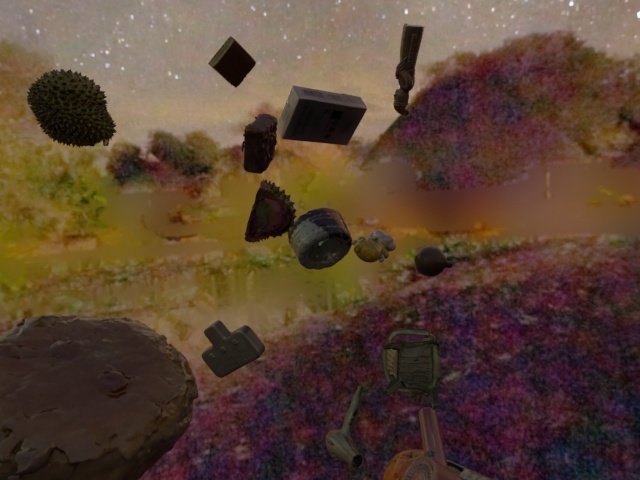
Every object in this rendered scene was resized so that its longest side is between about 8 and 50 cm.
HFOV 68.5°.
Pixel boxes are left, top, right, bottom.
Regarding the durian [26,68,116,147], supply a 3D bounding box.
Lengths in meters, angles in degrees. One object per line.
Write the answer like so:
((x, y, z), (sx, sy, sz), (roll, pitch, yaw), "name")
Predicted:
((-0.564, -0.297, 1.080), (0.146, 0.198, 0.159), (-26, 25, 27), "durian")

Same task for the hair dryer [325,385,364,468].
((0.098, 0.586, 1.420), (0.088, 0.225, 0.219), (26, 8, -15), "hair dryer")

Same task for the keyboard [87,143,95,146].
((-0.666, -0.284, 1.304), (0.055, 0.017, 0.166), (0, 21, -34), "keyboard")

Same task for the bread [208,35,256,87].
((-0.222, -0.452, 1.195), (0.035, 0.090, 0.094), (46, 7, 34), "bread")

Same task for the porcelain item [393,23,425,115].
((0.216, -0.426, 1.183), (0.054, 0.213, 0.084), (11, 29, 10), "porcelain item")

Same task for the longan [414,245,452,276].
((0.353, 0.067, 1.475), (0.119, 0.106, 0.106), (9, 8, 11), "longan")

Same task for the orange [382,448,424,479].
((0.314, 0.793, 1.487), (0.245, 0.247, 0.246), (-4, 6, 0), "orange")

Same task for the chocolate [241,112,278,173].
((-0.226, -0.361, 1.792), (0.093, 0.214, 0.148), (20, 45, 13), "chocolate")

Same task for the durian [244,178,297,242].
((-0.110, -0.068, 1.146), (0.108, 0.187, 0.119), (19, 37, -2), "durian")

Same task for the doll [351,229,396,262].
((0.153, 0.015, 1.330), (0.106, 0.062, 0.162), (34, 29, 19), "doll")

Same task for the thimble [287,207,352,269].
((0.000, 0.000, 1.748), (0.237, 0.150, 0.237), (-17, -36, -12), "thimble")

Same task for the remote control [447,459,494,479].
((0.463, 0.700, 1.323), (0.309, 0.038, 0.090), (10, 10, 41), "remote control")

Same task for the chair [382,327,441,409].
((0.264, 0.370, 1.413), (0.190, 0.204, 0.274), (1, -8, 15), "chair")

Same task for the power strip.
((-0.347, 0.388, 1.735), (0.264, 0.194, 0.059), (-35, 5, 33), "power strip")

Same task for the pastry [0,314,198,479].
((-0.336, 0.229, 0.673), (0.329, 0.137, 0.330), (16, 22, -6), "pastry")

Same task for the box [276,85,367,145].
((0.004, -0.377, 1.441), (0.242, 0.067, 0.155), (-1, -38, -32), "box")

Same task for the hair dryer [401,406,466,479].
((0.322, 0.580, 1.238), (0.210, 0.125, 0.353), (36, 24, -12), "hair dryer")
